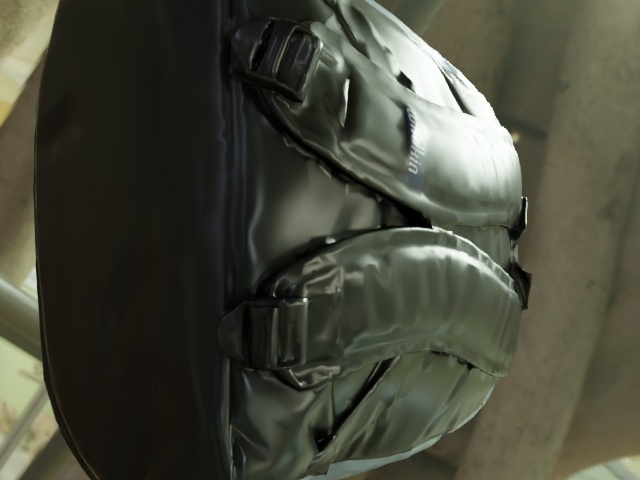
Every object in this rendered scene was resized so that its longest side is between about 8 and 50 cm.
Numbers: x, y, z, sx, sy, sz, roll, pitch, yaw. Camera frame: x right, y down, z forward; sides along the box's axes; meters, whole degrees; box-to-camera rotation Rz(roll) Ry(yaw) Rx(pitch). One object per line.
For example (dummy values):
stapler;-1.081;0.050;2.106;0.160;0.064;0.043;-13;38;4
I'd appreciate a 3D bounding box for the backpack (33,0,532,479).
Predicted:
backpack;0.000;0.000;0.587;0.273;0.290;0.356;-7;-7;44
